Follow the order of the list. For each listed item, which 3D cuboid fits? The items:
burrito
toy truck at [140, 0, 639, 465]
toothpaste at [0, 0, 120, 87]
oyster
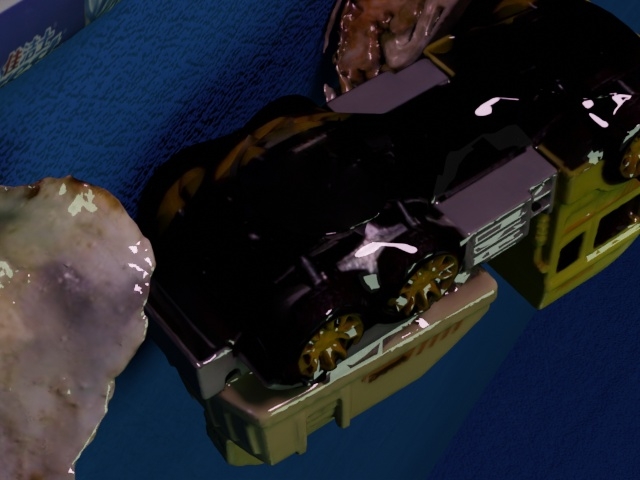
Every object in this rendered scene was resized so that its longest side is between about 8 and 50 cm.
[{"bbox_3d":[0.123,-0.236,1.155,0.348,0.107,0.175,-44,158,-41],"label":"burrito"},{"bbox_3d":[0.064,-0.004,1.029,0.405,0.180,0.254,-31,148,-22],"label":"toy truck"},{"bbox_3d":[-0.134,-0.109,0.678,0.268,0.047,0.069,-49,147,-49],"label":"toothpaste"},{"bbox_3d":[-0.233,0.136,0.716,0.204,0.111,0.396,22,97,-57],"label":"oyster"}]
